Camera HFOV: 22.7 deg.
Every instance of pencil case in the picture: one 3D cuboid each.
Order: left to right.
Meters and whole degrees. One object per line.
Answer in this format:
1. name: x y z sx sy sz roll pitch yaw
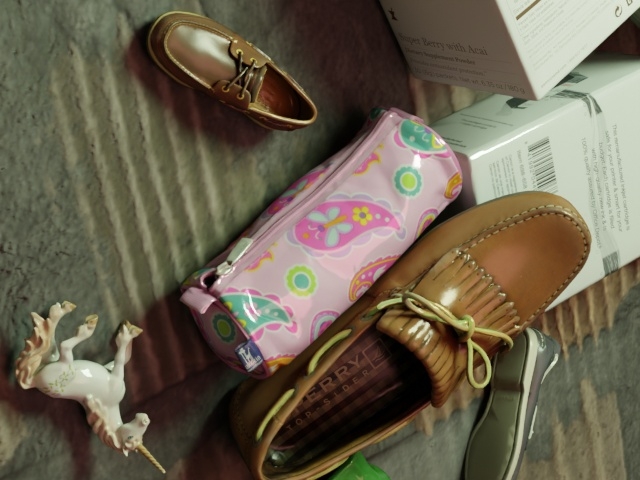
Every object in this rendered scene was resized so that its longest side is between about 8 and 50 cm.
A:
1. pencil case: 0.000 0.000 1.450 0.284 0.124 0.124 -42 124 -18

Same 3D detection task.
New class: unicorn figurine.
1. unicorn figurine: -0.195 0.120 1.382 0.162 0.060 0.111 21 90 -23

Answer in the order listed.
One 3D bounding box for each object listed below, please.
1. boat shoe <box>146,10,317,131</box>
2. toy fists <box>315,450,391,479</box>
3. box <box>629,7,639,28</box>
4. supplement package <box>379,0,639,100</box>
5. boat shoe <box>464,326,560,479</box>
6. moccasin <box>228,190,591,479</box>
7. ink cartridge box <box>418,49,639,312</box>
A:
1. boat shoe: -0.072 -0.147 1.391 0.178 0.060 0.064 29 85 -39
2. toy fists: -0.035 0.322 1.535 0.279 0.096 0.142 -39 113 -21
3. box: 0.328 -0.328 1.522 0.121 0.148 0.311 -35 144 -2
4. supplement package: 0.140 -0.301 1.434 0.175 0.177 0.293 -42 124 -22
5. boat shoe: 0.211 0.194 1.697 0.065 0.075 0.206 13 90 -36
6. moccasin: 0.085 0.091 1.449 0.380 0.147 0.139 -31 112 -1
7. ink cartridge box: 0.232 -0.055 1.615 0.273 0.114 0.197 -26 117 -28
